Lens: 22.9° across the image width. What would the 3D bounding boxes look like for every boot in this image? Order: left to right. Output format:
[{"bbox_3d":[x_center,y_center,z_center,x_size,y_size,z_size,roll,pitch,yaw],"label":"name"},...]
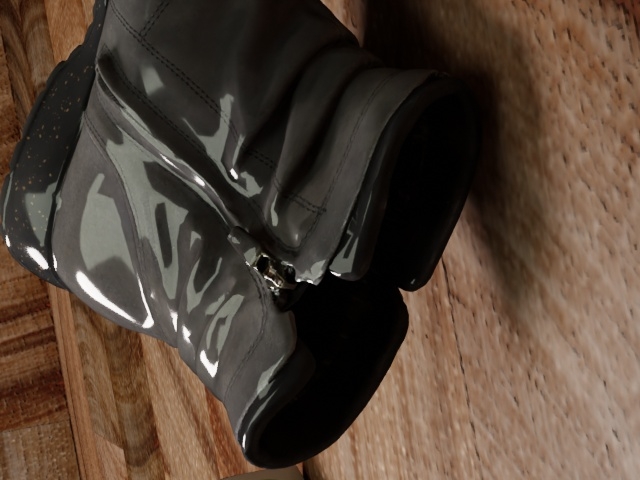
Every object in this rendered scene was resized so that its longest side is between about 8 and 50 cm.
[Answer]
[{"bbox_3d":[-0.011,-0.092,0.678,0.223,0.118,0.338,29,111,43],"label":"boot"}]

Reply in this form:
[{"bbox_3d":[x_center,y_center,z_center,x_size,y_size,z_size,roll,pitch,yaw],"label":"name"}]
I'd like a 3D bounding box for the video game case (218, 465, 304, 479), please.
[{"bbox_3d":[-0.003,0.322,0.993,0.244,0.061,0.269,-121,25,-56],"label":"video game case"}]
